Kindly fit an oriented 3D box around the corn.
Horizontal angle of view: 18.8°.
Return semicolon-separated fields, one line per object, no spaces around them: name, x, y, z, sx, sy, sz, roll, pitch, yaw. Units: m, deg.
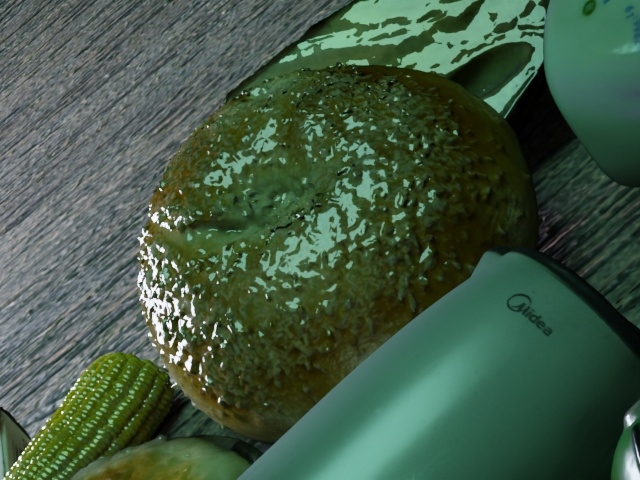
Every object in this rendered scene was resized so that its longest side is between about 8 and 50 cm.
corn;-0.181;0.155;1.487;0.085;0.063;0.165;25;51;20

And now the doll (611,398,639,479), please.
doll;0.230;0.117;0.915;0.363;0.160;0.182;-41;27;-6

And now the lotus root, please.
lotus root;0.063;-0.107;1.525;0.314;0.142;0.210;-23;69;23

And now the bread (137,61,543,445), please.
bread;0.000;0.000;1.340;0.306;0.159;0.305;-17;55;25

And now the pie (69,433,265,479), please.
pie;-0.137;0.259;1.273;0.339;0.077;0.339;-30;28;18

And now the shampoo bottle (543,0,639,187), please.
shampoo bottle;0.324;-0.164;1.235;0.350;0.151;0.222;-22;26;34

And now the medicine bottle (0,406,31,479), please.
medicine bottle;-0.304;0.240;1.545;0.171;0.052;0.201;-37;27;7

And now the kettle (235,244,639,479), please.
kettle;0.100;0.137;1.086;0.236;0.161;0.221;-43;54;-10
